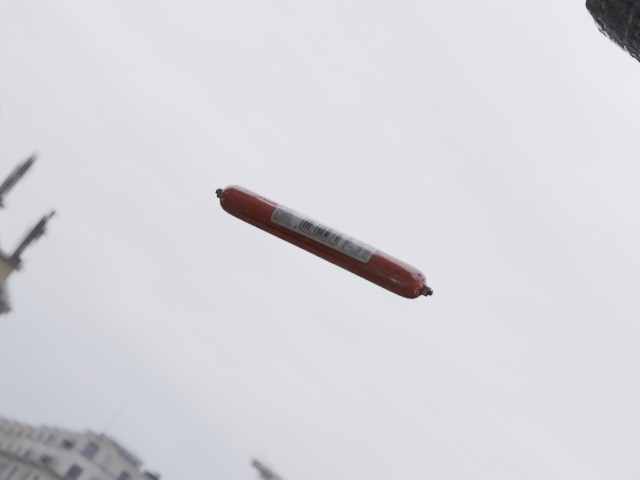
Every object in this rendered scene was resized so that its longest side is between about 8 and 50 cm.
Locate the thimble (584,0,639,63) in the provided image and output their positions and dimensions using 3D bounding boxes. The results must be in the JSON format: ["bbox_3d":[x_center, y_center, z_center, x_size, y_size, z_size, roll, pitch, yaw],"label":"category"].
[{"bbox_3d":[0.310,-0.220,1.228,0.098,0.150,0.150,47,-14,26],"label":"thimble"}]

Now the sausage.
[{"bbox_3d":[0.000,0.000,1.217,0.223,0.029,0.029,25,-23,23],"label":"sausage"}]
